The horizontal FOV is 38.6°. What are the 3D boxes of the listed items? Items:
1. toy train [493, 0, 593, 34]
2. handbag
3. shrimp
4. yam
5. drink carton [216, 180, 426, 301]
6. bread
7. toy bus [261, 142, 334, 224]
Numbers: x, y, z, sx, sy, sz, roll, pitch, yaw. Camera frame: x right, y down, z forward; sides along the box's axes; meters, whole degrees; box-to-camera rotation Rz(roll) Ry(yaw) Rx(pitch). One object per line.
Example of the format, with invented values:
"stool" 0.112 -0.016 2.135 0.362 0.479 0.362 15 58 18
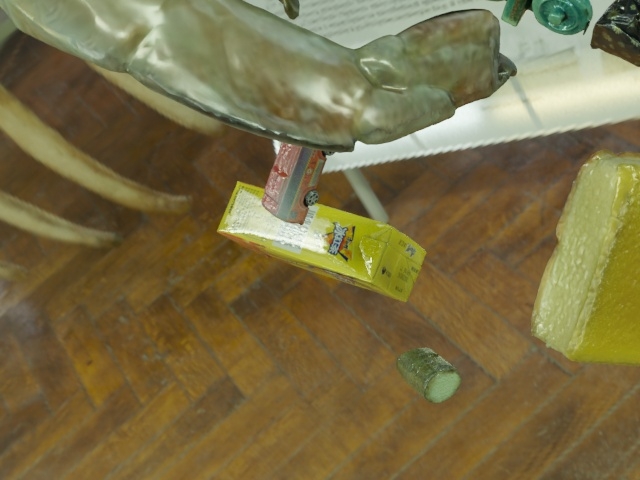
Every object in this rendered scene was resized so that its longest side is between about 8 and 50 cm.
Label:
"toy train" 0.249 -0.354 0.987 0.194 0.298 0.120 29 67 10
"handbag" 0.449 -0.274 1.252 0.139 0.115 0.072 36 92 13
"shrimp" 0.001 -0.143 0.428 0.085 0.360 0.247 -52 57 46
"yam" 0.160 0.197 1.375 0.069 0.070 0.146 -39 18 -4
"drink carton" 0.000 0.000 1.654 0.351 0.154 0.111 17 82 33
"bread" 0.521 0.037 1.392 0.333 0.324 0.143 6 20 -19
"toy bus" -0.032 -0.120 1.429 0.065 0.077 0.192 39 116 43
